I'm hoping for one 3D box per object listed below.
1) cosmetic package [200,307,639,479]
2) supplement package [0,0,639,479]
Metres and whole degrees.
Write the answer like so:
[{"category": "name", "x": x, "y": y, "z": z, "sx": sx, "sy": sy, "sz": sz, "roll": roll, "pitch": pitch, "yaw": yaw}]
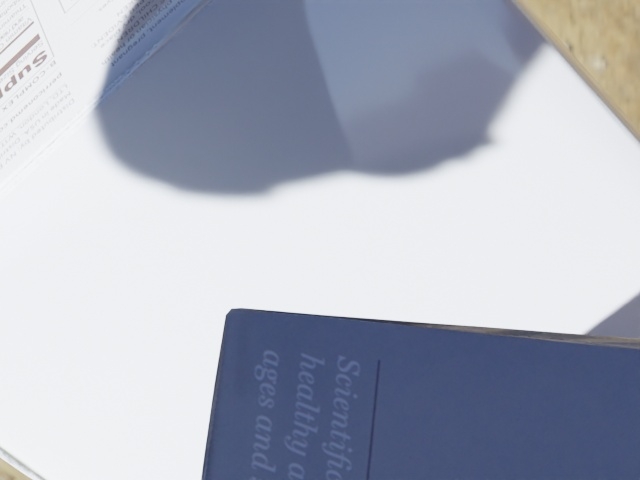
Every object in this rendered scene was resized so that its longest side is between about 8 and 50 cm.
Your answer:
[{"category": "cosmetic package", "x": 0.023, "y": 0.107, "z": 0.416, "sx": 0.107, "sy": 0.238, "sz": 0.127, "roll": 5, "pitch": 70, "yaw": 4}, {"category": "supplement package", "x": 0.000, "y": 0.000, "z": 0.650, "sx": 0.204, "sy": 0.262, "sz": 0.145, "roll": -42, "pitch": 35, "yaw": 9}]
